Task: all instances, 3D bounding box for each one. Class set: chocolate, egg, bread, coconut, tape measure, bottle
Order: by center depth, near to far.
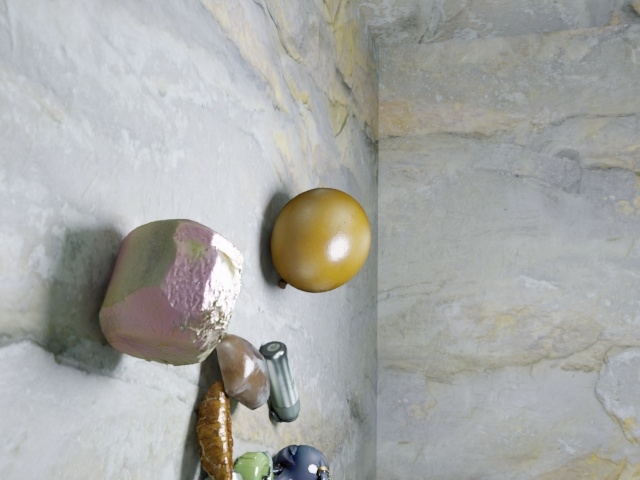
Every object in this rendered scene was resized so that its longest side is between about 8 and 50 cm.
[{"bbox_3d":[-0.246,0.076,1.184,0.233,0.233,0.245,65,31,-56],"label":"coconut"},{"bbox_3d":[-0.229,0.416,1.474,0.105,0.076,0.233,79,4,-61],"label":"bread"},{"bbox_3d":[-0.165,0.302,1.615,0.254,0.080,0.156,64,6,-64],"label":"chocolate"},{"bbox_3d":[-0.164,0.599,1.685,0.154,0.088,0.177,60,30,-59],"label":"tape measure"},{"bbox_3d":[-0.115,0.400,1.908,0.096,0.079,0.253,-29,125,-29],"label":"bottle"},{"bbox_3d":[0.000,0.000,1.961,0.351,0.283,0.282,-66,151,-55],"label":"egg"}]

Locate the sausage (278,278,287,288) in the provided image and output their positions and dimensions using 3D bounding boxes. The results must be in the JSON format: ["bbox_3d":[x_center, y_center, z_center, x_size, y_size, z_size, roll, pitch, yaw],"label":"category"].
[{"bbox_3d":[-0.101,0.108,2.072,0.116,0.026,0.026,-64,149,-60],"label":"sausage"}]

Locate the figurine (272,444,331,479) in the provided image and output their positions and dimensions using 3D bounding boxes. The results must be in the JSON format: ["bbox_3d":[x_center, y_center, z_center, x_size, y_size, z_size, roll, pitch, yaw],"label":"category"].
[{"bbox_3d":[-0.071,0.677,1.878,0.265,0.197,0.175,-83,177,-59],"label":"figurine"}]

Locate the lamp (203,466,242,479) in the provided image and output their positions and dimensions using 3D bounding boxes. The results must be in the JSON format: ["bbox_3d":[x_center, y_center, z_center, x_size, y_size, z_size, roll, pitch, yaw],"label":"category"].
[{"bbox_3d":[-0.194,0.618,1.478,0.182,0.182,0.313,72,4,-46],"label":"lamp"}]
